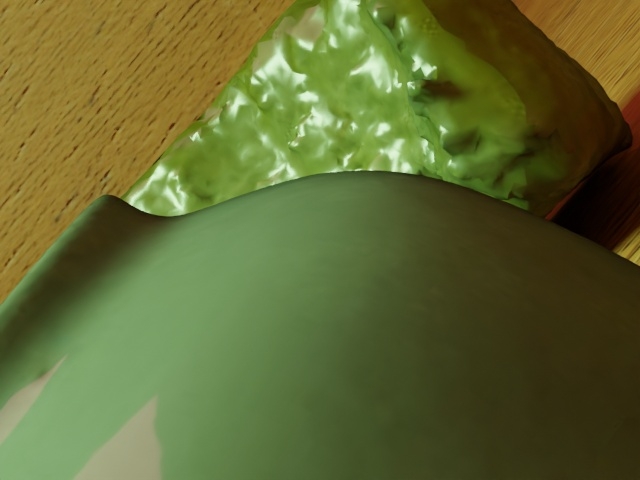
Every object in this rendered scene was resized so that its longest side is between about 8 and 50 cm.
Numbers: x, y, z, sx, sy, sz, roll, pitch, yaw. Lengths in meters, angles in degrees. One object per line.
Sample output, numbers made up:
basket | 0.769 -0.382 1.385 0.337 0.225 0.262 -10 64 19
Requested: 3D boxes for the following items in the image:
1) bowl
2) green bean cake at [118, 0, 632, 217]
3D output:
bowl | -0.042 0.082 0.443 0.289 0.146 0.289 -50 3 4
green bean cake | 0.000 0.000 0.675 0.236 0.124 0.233 -46 -7 9
